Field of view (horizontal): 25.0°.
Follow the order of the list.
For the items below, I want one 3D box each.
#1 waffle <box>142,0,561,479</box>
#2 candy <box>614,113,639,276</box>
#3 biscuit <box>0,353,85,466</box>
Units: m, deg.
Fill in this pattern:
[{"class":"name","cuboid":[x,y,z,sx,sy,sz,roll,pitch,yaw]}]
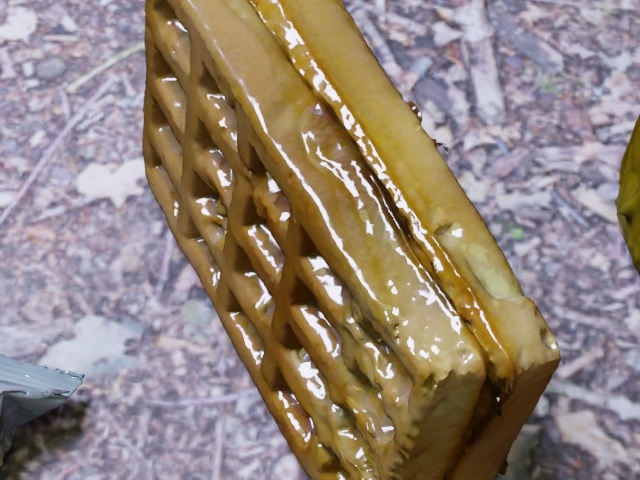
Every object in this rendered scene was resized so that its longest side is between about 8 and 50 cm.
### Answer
[{"class":"waffle","cuboid":[0.000,0.000,0.819,0.098,0.224,0.328,-18,60,-20]},{"class":"candy","cuboid":[0.314,-0.026,0.891,0.259,0.118,0.260,1,61,-1]},{"class":"biscuit","cuboid":[-0.277,0.176,0.803,0.186,0.079,0.309,17,62,6]}]
